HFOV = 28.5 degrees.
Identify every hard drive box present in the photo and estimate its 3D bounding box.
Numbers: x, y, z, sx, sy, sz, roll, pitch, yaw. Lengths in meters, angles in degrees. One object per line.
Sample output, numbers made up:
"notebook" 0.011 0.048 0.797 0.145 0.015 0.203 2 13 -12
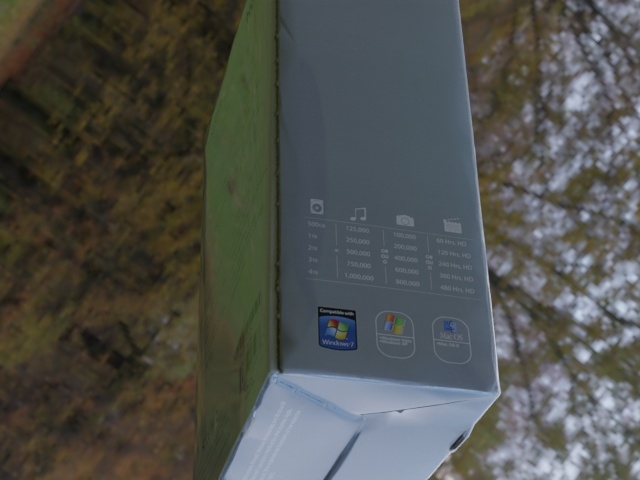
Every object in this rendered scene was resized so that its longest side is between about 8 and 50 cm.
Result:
"hard drive box" 0.000 0.000 0.575 0.181 0.089 0.232 116 -23 -55
